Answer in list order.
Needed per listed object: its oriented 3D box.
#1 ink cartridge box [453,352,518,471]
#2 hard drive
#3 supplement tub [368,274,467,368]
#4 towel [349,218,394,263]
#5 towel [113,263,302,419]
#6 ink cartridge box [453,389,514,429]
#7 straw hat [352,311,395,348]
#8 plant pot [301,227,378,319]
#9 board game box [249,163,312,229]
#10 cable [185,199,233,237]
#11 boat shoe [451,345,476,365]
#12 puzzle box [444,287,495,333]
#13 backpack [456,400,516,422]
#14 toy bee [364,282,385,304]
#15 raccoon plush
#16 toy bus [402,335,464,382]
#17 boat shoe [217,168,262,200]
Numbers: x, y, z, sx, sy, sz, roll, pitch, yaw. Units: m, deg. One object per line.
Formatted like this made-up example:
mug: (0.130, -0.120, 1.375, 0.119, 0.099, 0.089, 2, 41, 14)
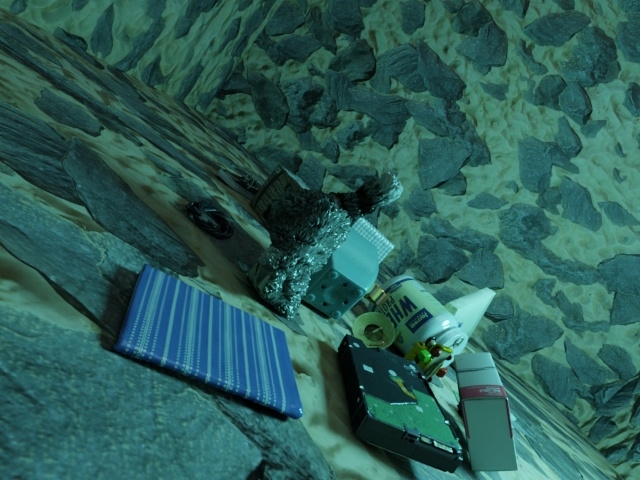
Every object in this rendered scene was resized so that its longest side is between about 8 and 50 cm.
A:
ink cartridge box: (0.459, 0.469, 1.180, 0.283, 0.117, 0.207, -33, 113, -73)
hard drive: (0.168, 0.365, 0.981, 0.237, 0.064, 0.339, 25, 11, -11)
supplement tub: (0.359, 0.310, 1.560, 0.235, 0.235, 0.325, 28, 14, -49)
towel: (0.152, 0.041, 1.884, 0.235, 0.283, 0.121, 38, 9, -14)
towel: (-0.185, 0.181, 0.746, 0.336, 0.040, 0.243, 32, 13, -25)
ink cartridge box: (0.603, 0.622, 1.545, 0.209, 0.062, 0.109, 39, 10, 0)
straw hat: (0.173, 0.311, 1.362, 0.144, 0.145, 0.061, 47, -26, 40)
plant pot: (0.038, 0.103, 1.340, 0.248, 0.247, 0.252, 36, 21, -20)
board game box: (-0.146, -0.155, 1.825, 0.141, 0.232, 0.291, 28, 14, -44)
cable: (-0.328, -0.066, 1.288, 0.150, 0.047, 0.184, 41, 9, 9)
boat shoe: (0.607, 0.519, 1.933, 0.116, 0.123, 0.324, 5, 25, -39)
puzzle box: (0.600, 0.352, 1.797, 0.409, 0.272, 0.052, -4, 33, -48)
backpack: (0.568, 0.594, 1.395, 0.182, 0.115, 0.152, 36, 7, -31)
toy bee: (0.104, 0.146, 1.588, 0.298, 0.195, 0.162, -4, -44, 44)
raccoon plush: (0.000, 0.000, 1.066, 0.216, 0.446, 0.299, 38, 34, -34)
toy bus: (0.335, 0.372, 1.337, 0.104, 0.202, 0.191, 48, -31, 43)
boat shoe: (-0.342, -0.265, 1.980, 0.306, 0.105, 0.113, 35, 10, -24)
